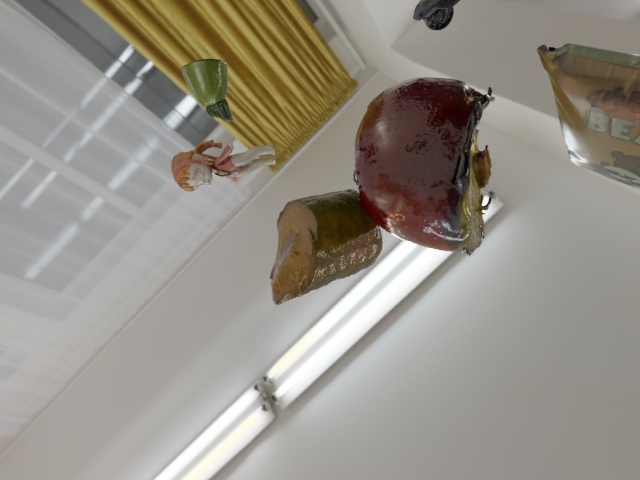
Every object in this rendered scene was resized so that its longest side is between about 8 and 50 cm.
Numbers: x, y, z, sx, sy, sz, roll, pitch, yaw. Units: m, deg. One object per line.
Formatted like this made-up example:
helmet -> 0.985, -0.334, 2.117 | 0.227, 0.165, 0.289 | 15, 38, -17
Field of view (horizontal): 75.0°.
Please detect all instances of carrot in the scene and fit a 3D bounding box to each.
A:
carrot -> 0.000, 0.000, 1.092 | 0.341, 0.241, 0.242 | -17, -149, -31

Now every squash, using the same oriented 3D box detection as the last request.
squash -> -0.249, -0.328, 0.949 | 0.105, 0.105, 0.131 | -7, -82, 37

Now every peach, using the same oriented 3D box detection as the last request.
peach -> 0.248, -0.161, 0.941 | 0.354, 0.339, 0.416 | -30, -137, 5

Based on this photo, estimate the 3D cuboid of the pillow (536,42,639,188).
pillow -> 0.475, -0.146, 0.574 | 0.310, 0.312, 0.119 | 37, -85, 39

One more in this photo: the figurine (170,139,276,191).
figurine -> -0.103, -0.083, 0.446 | 0.109, 0.064, 0.047 | -14, -123, -12

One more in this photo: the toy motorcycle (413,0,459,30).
toy motorcycle -> 0.252, -0.485, 0.696 | 0.263, 0.157, 0.090 | -39, -139, 12
